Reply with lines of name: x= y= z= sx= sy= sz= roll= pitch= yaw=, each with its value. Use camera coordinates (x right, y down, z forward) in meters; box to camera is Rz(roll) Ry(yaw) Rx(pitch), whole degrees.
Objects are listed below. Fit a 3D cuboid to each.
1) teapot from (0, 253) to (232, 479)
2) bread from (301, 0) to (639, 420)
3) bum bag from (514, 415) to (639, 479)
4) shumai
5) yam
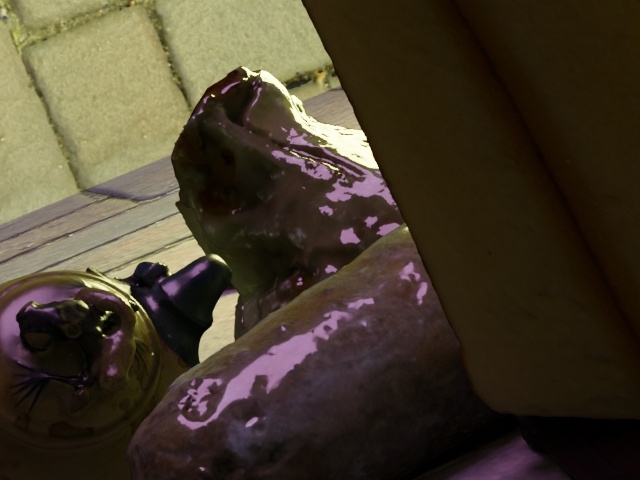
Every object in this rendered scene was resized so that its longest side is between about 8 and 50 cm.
teapot: x=-0.161 y=0.092 z=1.109 sx=0.269 sy=0.173 sz=0.182 roll=-32 pitch=-20 yaw=-25
bread: x=0.146 y=-0.103 z=0.885 sx=0.233 sy=0.362 sz=0.245 roll=0 pitch=39 yaw=44
bum bag: x=0.166 y=0.093 z=0.956 sx=0.109 sy=0.026 sz=0.159 roll=-22 pitch=16 yaw=-5
shumai: x=0.031 y=-0.035 z=1.317 sx=0.260 sy=0.222 sz=0.225 roll=-21 pitch=10 yaw=0
yam: x=0.036 y=0.069 z=1.063 sx=0.330 sy=0.133 sz=0.133 roll=-30 pitch=13 yaw=-27
